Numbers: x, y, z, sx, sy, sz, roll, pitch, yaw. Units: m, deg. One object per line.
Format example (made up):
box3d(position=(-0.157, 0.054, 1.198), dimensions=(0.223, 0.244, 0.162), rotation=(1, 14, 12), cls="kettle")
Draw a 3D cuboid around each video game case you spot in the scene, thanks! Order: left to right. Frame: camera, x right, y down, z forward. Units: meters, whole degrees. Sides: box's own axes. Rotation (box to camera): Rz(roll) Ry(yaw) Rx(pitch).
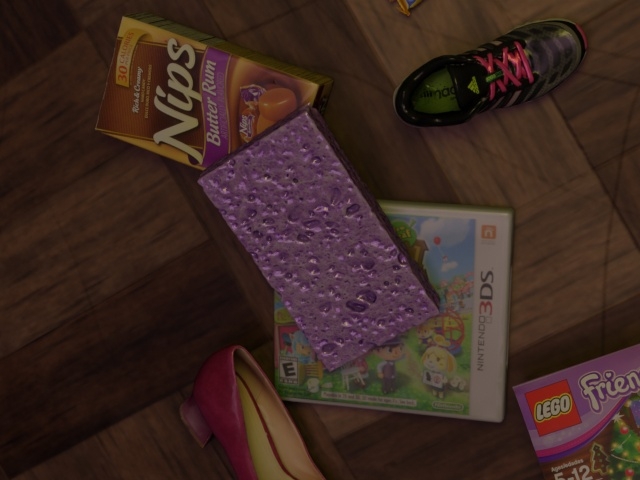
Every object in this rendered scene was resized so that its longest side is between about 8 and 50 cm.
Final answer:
box3d(position=(0.062, 0.060, 1.083), dimensions=(0.212, 0.023, 0.193), rotation=(4, 105, 15), cls="video game case")

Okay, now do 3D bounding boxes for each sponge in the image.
box3d(position=(0.000, 0.000, 1.037), dimensions=(0.117, 0.031, 0.210), rotation=(-29, 105, 20), cls="sponge")

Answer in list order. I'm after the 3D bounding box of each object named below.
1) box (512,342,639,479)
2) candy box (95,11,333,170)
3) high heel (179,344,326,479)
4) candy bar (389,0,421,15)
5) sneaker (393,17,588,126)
box3d(position=(0.327, 0.167, 0.987), dimensions=(0.293, 0.057, 0.201), rotation=(-22, 77, 20), cls="box")
box3d(position=(-0.095, -0.119, 1.067), dimensions=(0.187, 0.053, 0.109), rotation=(21, 109, 11), cls="candy box")
box3d(position=(-0.025, 0.203, 1.101), dimensions=(0.244, 0.082, 0.117), rotation=(50, 139, 11), cls="high heel")
box3d(position=(0.118, -0.244, 0.994), dimensions=(0.161, 0.018, 0.040), rotation=(-36, 92, 20), cls="candy bar")
box3d(position=(0.133, -0.130, 0.988), dimensions=(0.170, 0.075, 0.063), rotation=(-17, 98, 19), cls="sneaker")
